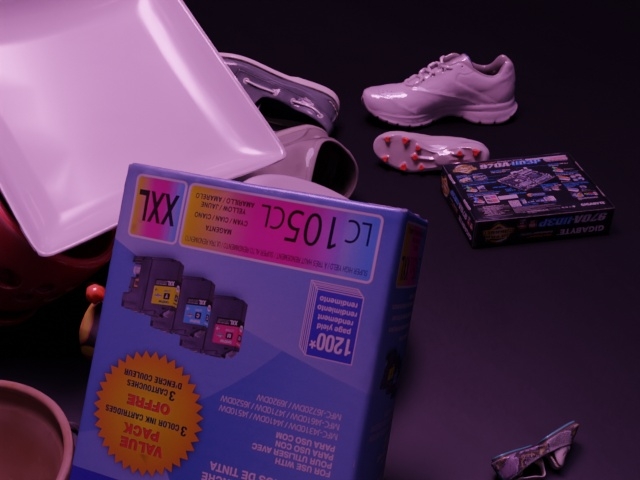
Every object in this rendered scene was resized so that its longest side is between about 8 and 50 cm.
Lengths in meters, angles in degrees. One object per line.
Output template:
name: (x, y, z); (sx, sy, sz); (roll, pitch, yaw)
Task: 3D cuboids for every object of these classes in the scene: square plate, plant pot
square plate: (-0.268, -0.174, 0.999); (0.347, 0.049, 0.344); (-27, 77, -34)
plant pot: (-0.373, 0.001, 0.994); (0.174, 0.191, 0.191); (-40, 29, 21)
plant pot: (-0.348, 0.253, 0.776); (0.237, 0.109, 0.237); (-1, 34, 1)

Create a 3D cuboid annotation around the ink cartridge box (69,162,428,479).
ink cartridge box: (-0.068, 0.146, 0.758); (0.270, 0.395, 0.151); (10, 2, 18)

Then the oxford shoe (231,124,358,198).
oxford shoe: (-0.101, -0.056, 1.173); (0.130, 0.169, 0.449); (25, 38, 32)

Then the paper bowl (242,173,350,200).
paper bowl: (-0.028, 0.025, 0.972); (0.284, 0.148, 0.284); (21, 24, -10)

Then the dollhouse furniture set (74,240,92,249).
dollhouse furniture set: (-0.367, -0.212, 1.254); (0.256, 0.362, 0.394); (-36, 54, -4)

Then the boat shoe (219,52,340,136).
boat shoe: (-0.122, -0.250, 1.466); (0.319, 0.116, 0.099); (13, 46, -6)

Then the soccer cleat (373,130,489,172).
soccer cleat: (0.189, -0.150, 1.390); (0.196, 0.068, 0.076); (8, 21, 11)

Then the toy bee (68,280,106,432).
toy bee: (-0.206, 0.104, 0.943); (0.195, 0.162, 0.298); (6, 35, 7)

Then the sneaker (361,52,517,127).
sneaker: (0.223, -0.289, 1.525); (0.297, 0.129, 0.111); (-5, 37, -4)

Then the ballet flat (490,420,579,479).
ballet flat: (0.235, 0.230, 0.865); (0.114, 0.041, 0.041); (-18, 38, -22)

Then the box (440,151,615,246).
box: (0.316, -0.067, 1.270); (0.220, 0.051, 0.175); (-6, 35, -7)
